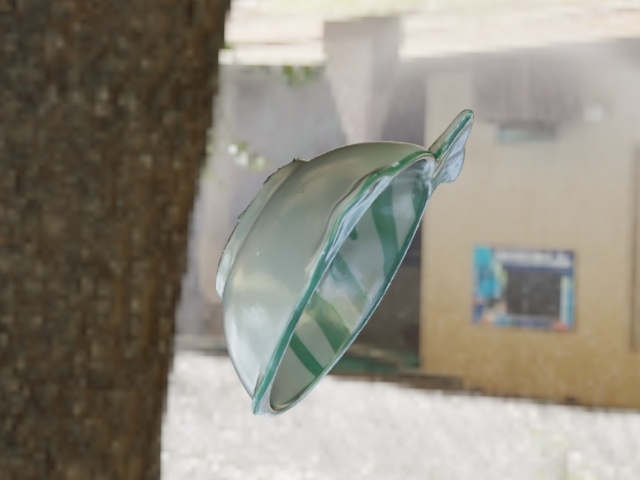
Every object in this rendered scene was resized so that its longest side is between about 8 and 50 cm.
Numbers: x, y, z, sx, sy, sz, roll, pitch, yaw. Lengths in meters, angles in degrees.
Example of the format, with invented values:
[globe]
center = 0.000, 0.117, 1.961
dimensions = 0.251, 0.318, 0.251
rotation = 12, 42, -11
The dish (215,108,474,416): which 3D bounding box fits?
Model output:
[dish]
center = 0.000, 0.000, 1.161
dimensions = 0.078, 0.246, 0.224
rotation = 32, 151, 14
